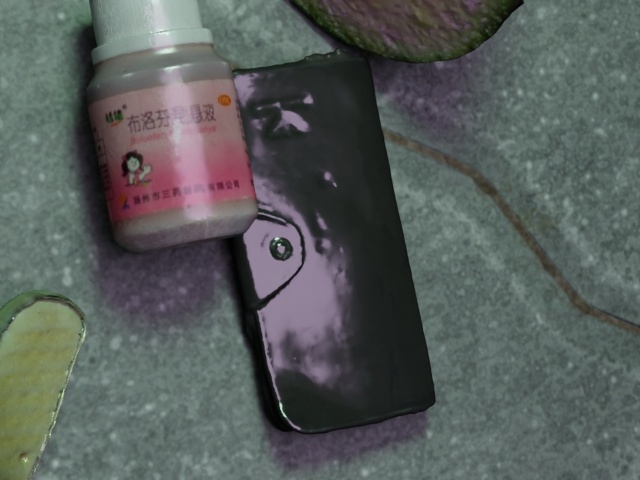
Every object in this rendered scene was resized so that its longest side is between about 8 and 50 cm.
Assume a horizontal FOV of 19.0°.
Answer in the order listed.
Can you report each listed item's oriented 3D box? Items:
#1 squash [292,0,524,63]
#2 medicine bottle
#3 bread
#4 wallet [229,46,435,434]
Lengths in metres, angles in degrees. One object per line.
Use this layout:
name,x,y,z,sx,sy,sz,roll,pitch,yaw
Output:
squash,0.114,-0.387,1.903,0.310,0.310,0.309,45,52,-16
medicine bottle,-0.146,-0.117,1.785,0.147,0.147,0.247,-11,90,-28
bread,-0.292,0.146,1.702,0.232,0.064,0.172,-36,120,-41
wallet,0.000,0.000,1.900,0.197,0.051,0.377,-9,87,-29
